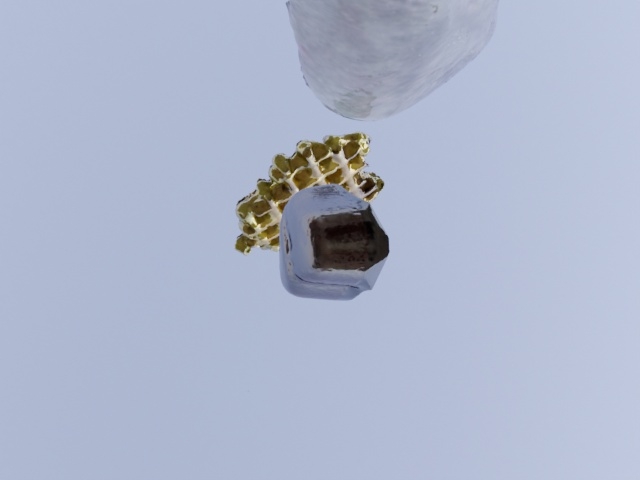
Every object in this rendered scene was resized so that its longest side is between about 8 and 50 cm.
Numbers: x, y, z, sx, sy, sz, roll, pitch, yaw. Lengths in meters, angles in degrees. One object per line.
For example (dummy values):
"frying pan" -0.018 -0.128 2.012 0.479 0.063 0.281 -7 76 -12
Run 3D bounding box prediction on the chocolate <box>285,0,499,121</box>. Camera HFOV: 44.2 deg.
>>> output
"chocolate" 0.070 -0.186 0.571 0.185 0.303 0.100 -42 -107 -6

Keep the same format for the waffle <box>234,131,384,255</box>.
"waffle" -0.006 -0.071 1.230 0.291 0.291 0.051 -26 -117 -9

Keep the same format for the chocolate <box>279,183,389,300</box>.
"chocolate" 0.000 0.000 0.818 0.080 0.149 0.125 -8 -102 -23
